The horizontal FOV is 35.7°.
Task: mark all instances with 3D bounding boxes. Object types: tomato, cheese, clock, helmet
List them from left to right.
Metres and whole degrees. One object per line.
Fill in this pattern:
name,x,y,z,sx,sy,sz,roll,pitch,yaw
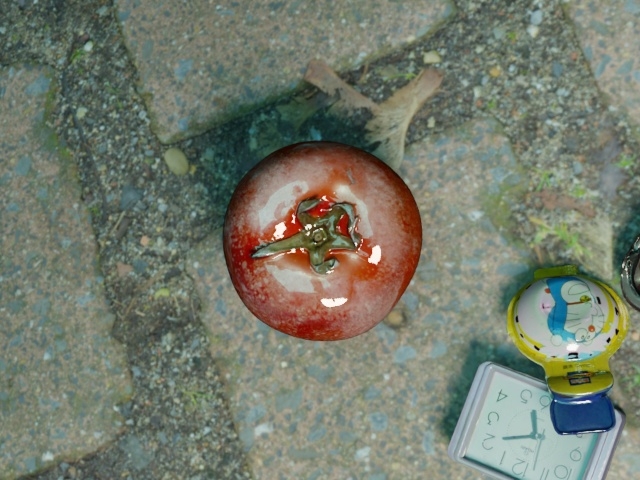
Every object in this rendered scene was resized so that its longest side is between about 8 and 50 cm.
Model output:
tomato,0.000,0.000,1.343,0.270,0.227,0.270,0,87,2
clock,0.276,0.252,1.276,0.193,0.073,0.145,19,87,22
cheese,0.318,0.130,1.252,0.156,0.064,0.250,-8,52,8
helmet,0.437,0.037,1.255,0.098,0.070,0.123,27,97,29
